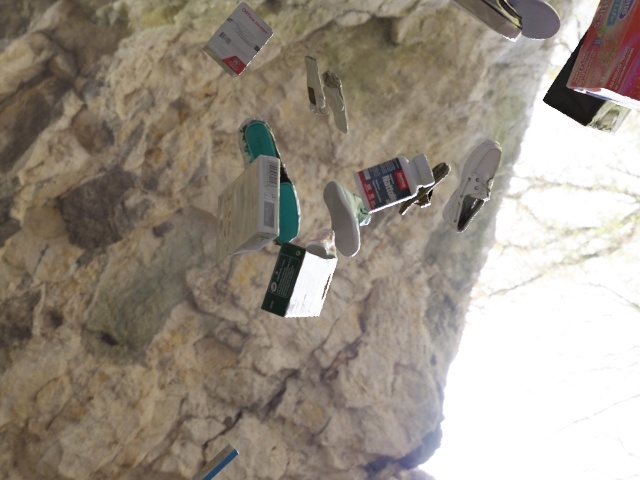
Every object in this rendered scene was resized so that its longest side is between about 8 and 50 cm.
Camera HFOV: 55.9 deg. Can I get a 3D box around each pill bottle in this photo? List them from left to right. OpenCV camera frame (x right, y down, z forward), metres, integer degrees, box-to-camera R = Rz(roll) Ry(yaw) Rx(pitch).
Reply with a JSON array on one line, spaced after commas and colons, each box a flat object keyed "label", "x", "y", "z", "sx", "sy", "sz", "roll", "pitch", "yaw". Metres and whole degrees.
[{"label": "pill bottle", "x": 0.182, "y": -0.147, "z": 1.489, "sx": 0.108, "sy": 0.180, "sz": 0.108, "roll": -21, "pitch": -90, "yaw": -83}]

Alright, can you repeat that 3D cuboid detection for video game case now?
[{"label": "video game case", "x": -0.246, "y": 0.525, "z": 1.405, "sx": 0.119, "sy": 0.166, "sz": 0.015, "roll": -39, "pitch": -92, "yaw": -19}]

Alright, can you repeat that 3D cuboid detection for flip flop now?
[{"label": "flip flop", "x": 0.353, "y": -0.161, "z": 2.033, "sx": 0.080, "sy": 0.277, "sz": 0.112, "roll": 34, "pitch": -133, "yaw": -11}]

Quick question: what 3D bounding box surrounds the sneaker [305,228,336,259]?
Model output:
[{"label": "sneaker", "x": 0.000, "y": 0.000, "z": 1.467, "sx": 0.134, "sy": 0.050, "sz": 0.070, "roll": 31, "pitch": -126, "yaw": -63}]

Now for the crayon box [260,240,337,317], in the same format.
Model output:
[{"label": "crayon box", "x": -0.057, "y": 0.124, "z": 1.829, "sx": 0.083, "sy": 0.203, "sz": 0.323, "roll": 18, "pitch": 179, "yaw": 19}]

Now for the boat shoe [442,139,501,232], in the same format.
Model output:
[{"label": "boat shoe", "x": 0.444, "y": -0.145, "z": 1.705, "sx": 0.098, "sy": 0.277, "sz": 0.096, "roll": 9, "pitch": -149, "yaw": -20}]

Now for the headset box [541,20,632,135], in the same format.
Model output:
[{"label": "headset box", "x": 0.689, "y": -0.397, "z": 1.445, "sx": 0.131, "sy": 0.246, "sz": 0.283, "roll": 43, "pitch": -151, "yaw": 28}]

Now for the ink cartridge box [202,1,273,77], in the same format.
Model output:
[{"label": "ink cartridge box", "x": -0.189, "y": -0.460, "z": 1.389, "sx": 0.099, "sy": 0.135, "sz": 0.056, "roll": 41, "pitch": 171, "yaw": -21}]

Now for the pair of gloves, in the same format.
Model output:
[{"label": "pair of gloves", "x": 0.012, "y": -0.469, "z": 1.953, "sx": 0.042, "sy": 0.204, "sz": 0.240, "roll": -26, "pitch": -135, "yaw": -16}]

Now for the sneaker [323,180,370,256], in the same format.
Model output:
[{"label": "sneaker", "x": 0.104, "y": -0.053, "z": 1.741, "sx": 0.151, "sy": 0.094, "sz": 0.256, "roll": 18, "pitch": -136, "yaw": -36}]

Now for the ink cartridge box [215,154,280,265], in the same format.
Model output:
[{"label": "ink cartridge box", "x": -0.161, "y": -0.057, "z": 1.310, "sx": 0.056, "sy": 0.224, "sz": 0.181, "roll": 12, "pitch": -116, "yaw": -28}]

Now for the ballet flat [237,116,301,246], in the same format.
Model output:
[{"label": "ballet flat", "x": -0.167, "y": -0.186, "z": 1.898, "sx": 0.147, "sy": 0.146, "sz": 0.409, "roll": -33, "pitch": -67, "yaw": -56}]

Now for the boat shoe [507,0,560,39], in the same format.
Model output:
[{"label": "boat shoe", "x": 0.402, "y": -0.502, "z": 1.283, "sx": 0.228, "sy": 0.080, "sz": 0.076, "roll": 17, "pitch": -135, "yaw": -6}]

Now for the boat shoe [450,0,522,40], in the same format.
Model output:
[{"label": "boat shoe", "x": 0.298, "y": -0.507, "z": 1.111, "sx": 0.340, "sy": 0.158, "sz": 0.127, "roll": 17, "pitch": -152, "yaw": -38}]

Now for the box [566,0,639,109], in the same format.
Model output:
[{"label": "box", "x": 0.567, "y": -0.384, "z": 1.024, "sx": 0.154, "sy": 0.300, "sz": 0.142, "roll": 16, "pitch": -166, "yaw": -7}]
